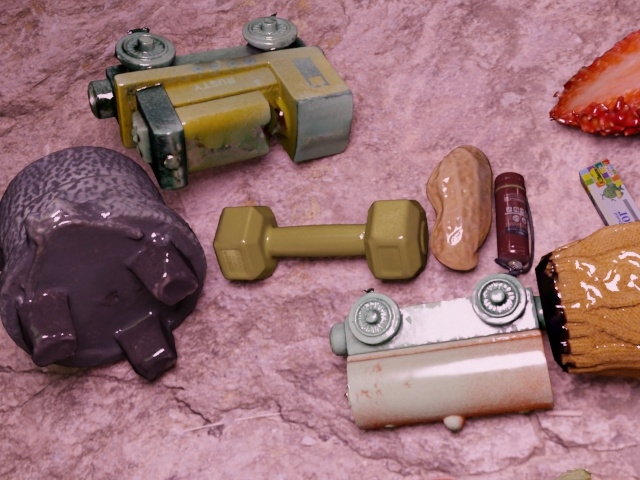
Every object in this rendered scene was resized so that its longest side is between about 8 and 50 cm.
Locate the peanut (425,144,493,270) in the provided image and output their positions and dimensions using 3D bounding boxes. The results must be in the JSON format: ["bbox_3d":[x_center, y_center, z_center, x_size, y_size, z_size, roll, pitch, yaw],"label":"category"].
[{"bbox_3d":[0.191,-0.049,1.033,0.083,0.093,0.194,-29,40,50],"label":"peanut"}]

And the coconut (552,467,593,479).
[{"bbox_3d":[0.292,0.322,0.790,0.158,0.055,0.133,30,72,33],"label":"coconut"}]

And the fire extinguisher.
[{"bbox_3d":[0.260,-0.017,1.018,0.064,0.043,0.158,17,58,-19],"label":"fire extinguisher"}]

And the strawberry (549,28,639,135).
[{"bbox_3d":[0.481,-0.217,1.030,0.306,0.138,0.234,-23,30,36],"label":"strawberry"}]

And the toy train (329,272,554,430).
[{"bbox_3d":[0.153,0.143,0.927,0.285,0.116,0.177,-10,69,13],"label":"toy train"}]

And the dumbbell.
[{"bbox_3d":[0.000,0.000,1.062,0.301,0.122,0.108,-1,31,19],"label":"dumbbell"}]

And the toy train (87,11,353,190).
[{"bbox_3d":[-0.146,-0.218,1.166,0.396,0.160,0.253,-14,50,-21],"label":"toy train"}]

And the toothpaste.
[{"bbox_3d":[0.393,-0.034,0.986,0.046,0.034,0.164,-23,55,10],"label":"toothpaste"}]

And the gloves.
[{"bbox_3d":[0.412,0.061,0.821,0.356,0.155,0.203,-7,78,-9],"label":"gloves"}]

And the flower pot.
[{"bbox_3d":[-0.317,0.030,1.044,0.299,0.299,0.283,-34,51,-2],"label":"flower pot"}]
